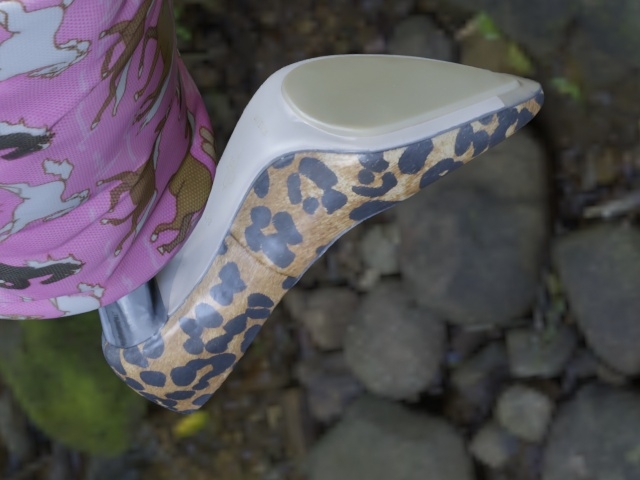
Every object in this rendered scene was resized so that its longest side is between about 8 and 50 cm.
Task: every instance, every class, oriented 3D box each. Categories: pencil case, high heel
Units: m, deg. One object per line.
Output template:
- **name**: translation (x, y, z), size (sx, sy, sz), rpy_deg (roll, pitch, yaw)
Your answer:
- **pencil case**: translation (-0.123, -0.090, 0.797), size (0.386, 0.167, 0.160), rpy_deg (99, 158, -71)
- **high heel**: translation (0.000, 0.000, 1.065), size (0.093, 0.261, 0.186), rpy_deg (-104, 2, -51)
